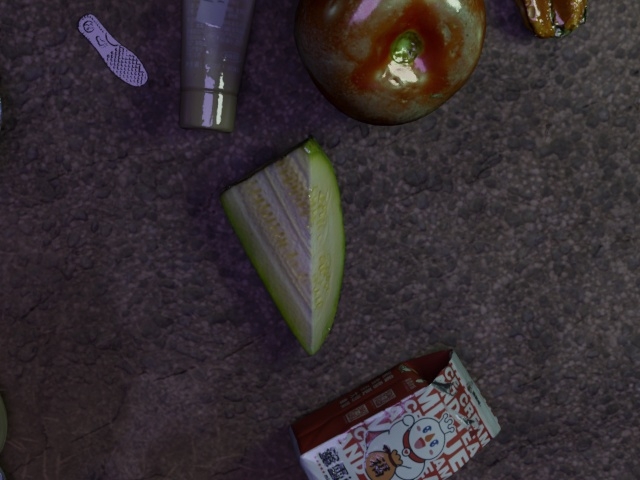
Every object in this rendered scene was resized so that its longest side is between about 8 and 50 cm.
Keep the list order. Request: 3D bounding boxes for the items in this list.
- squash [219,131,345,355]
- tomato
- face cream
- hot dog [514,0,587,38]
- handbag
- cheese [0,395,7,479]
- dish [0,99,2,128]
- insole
[{"bbox_3d":[0.000,0.000,1.911,0.203,0.111,0.289,-27,97,36],"label":"squash"},{"bbox_3d":[0.092,-0.304,1.806,0.270,0.223,0.270,-8,124,-11],"label":"tomato"},{"bbox_3d":[-0.151,-0.330,1.875,0.137,0.084,0.341,5,92,-4],"label":"face cream"},{"bbox_3d":[0.306,-0.419,1.862,0.115,0.072,0.269,-17,102,1],"label":"hot dog"},{"bbox_3d":[0.118,0.301,1.964,0.298,0.151,0.171,-29,104,-3],"label":"handbag"},{"bbox_3d":[-0.545,0.318,1.981,0.163,0.082,0.286,-24,101,4],"label":"cheese"},{"bbox_3d":[-0.570,-0.190,1.883,0.227,0.086,0.236,-15,101,3],"label":"dish"},{"bbox_3d":[-0.309,-0.282,1.912,0.045,0.002,0.135,-41,98,6],"label":"insole"}]
